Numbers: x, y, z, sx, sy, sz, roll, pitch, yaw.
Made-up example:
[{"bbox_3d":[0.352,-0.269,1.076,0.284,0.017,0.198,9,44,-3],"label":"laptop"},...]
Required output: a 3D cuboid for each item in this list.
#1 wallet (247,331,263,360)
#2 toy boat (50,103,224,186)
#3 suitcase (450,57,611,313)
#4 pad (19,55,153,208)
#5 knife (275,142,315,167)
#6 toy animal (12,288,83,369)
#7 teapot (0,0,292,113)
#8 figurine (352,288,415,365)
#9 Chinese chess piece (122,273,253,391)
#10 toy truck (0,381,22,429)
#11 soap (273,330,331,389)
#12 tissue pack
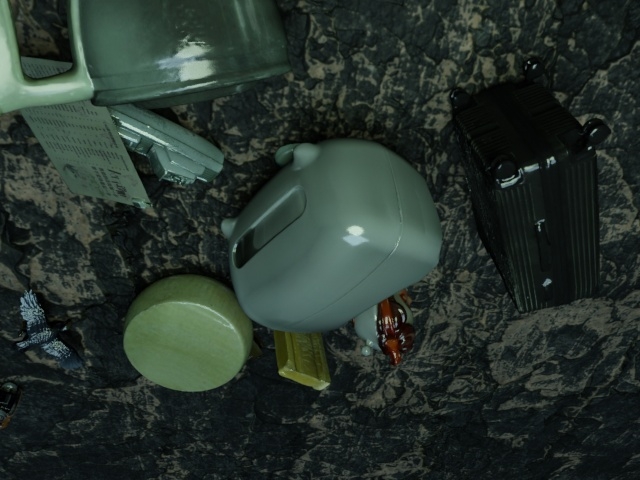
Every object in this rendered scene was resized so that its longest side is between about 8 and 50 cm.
[{"bbox_3d":[-0.233,0.246,1.177,0.197,0.031,0.110,-20,131,11],"label":"wallet"},{"bbox_3d":[-0.269,-0.151,0.784,0.260,0.085,0.078,24,157,-25],"label":"toy boat"},{"bbox_3d":[0.330,-0.071,0.840,0.152,0.230,0.335,-19,130,10],"label":"suitcase"},{"bbox_3d":[-0.351,-0.145,0.767,0.159,0.009,0.265,11,143,14],"label":"pad"},{"bbox_3d":[0.034,-0.130,0.884,0.221,0.032,0.064,5,144,-16],"label":"knife"},{"bbox_3d":[-0.551,0.186,1.062,0.107,0.062,0.220,-10,125,2],"label":"toy animal"},{"bbox_3d":[-0.209,-0.273,0.606,0.321,0.239,0.240,-11,109,-1],"label":"teapot"},{"bbox_3d":[0.115,0.119,0.982,0.160,0.226,0.184,0,131,-6],"label":"figurine"},{"bbox_3d":[-0.257,0.182,1.047,0.250,0.101,0.251,-1,123,-1],"label":"Chinese chess piece"},{"bbox_3d":[-0.769,0.352,1.166,0.192,0.083,0.092,21,125,-22],"label":"toy truck"},{"bbox_3d":[-0.042,0.156,0.977,0.092,0.252,0.037,28,118,-27],"label":"soap"},{"bbox_3d":[0.000,0.000,0.836,0.235,0.230,0.333,17,139,-35],"label":"tissue pack"}]
